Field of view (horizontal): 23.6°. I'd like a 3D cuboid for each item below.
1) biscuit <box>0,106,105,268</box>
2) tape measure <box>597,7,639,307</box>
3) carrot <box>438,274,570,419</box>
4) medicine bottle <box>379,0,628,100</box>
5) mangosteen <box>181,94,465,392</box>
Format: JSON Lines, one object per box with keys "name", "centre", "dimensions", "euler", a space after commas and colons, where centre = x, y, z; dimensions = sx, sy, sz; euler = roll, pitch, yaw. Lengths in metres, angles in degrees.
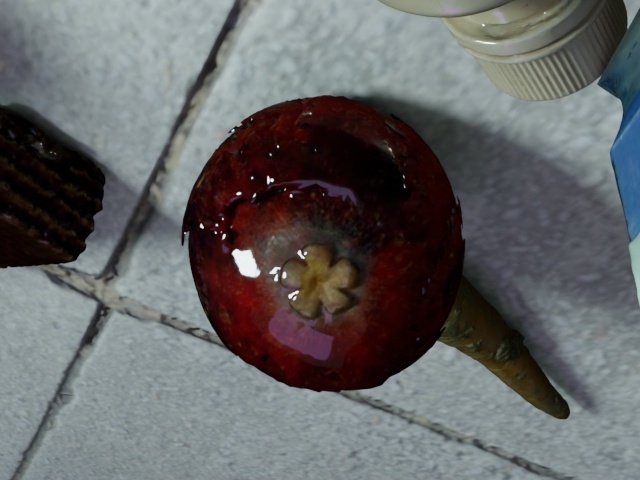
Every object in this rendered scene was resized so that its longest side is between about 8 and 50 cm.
{"name": "biscuit", "centre": [-0.318, -0.027, 1.133], "dimensions": [0.388, 0.073, 0.107], "euler": [-5, 148, 42]}
{"name": "tape measure", "centre": [0.260, -0.042, 0.527], "dimensions": [0.262, 0.138, 0.259], "euler": [14, 148, -15]}
{"name": "carrot", "centre": [0.121, 0.076, 1.072], "dimensions": [0.049, 0.049, 0.254], "euler": [0, 154, 36]}
{"name": "medicine bottle", "centre": [0.046, -0.145, 0.561], "dimensions": [0.114, 0.114, 0.252], "euler": [3, 154, 31]}
{"name": "mangosteen", "centre": [0.000, 0.000, 0.871], "dimensions": [0.166, 0.166, 0.180], "euler": [22, -178, -7]}
